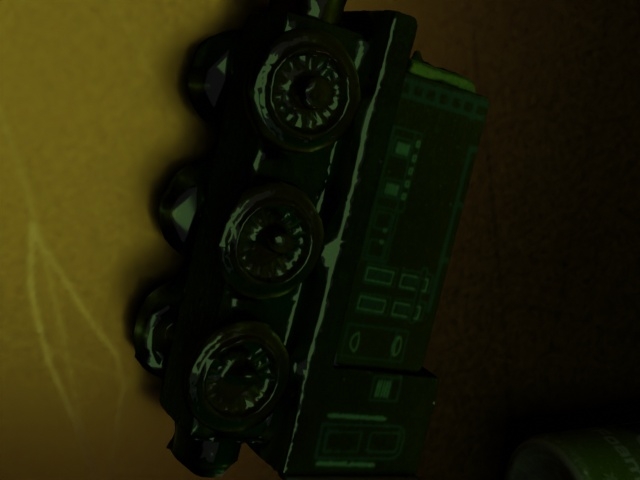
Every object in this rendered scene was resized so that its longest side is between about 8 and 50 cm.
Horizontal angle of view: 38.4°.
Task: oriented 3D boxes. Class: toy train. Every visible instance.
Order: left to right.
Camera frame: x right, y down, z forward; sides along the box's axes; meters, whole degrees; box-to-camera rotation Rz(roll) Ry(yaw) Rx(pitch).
[{"bbox_3d":[0.000,0.000,0.422,0.137,0.090,0.226,10,98,-31],"label":"toy train"}]

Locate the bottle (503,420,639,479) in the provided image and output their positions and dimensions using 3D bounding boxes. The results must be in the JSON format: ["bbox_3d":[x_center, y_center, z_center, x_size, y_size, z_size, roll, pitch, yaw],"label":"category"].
[{"bbox_3d":[0.274,0.147,0.560,0.330,0.093,0.093,-2,102,-22],"label":"bottle"}]
